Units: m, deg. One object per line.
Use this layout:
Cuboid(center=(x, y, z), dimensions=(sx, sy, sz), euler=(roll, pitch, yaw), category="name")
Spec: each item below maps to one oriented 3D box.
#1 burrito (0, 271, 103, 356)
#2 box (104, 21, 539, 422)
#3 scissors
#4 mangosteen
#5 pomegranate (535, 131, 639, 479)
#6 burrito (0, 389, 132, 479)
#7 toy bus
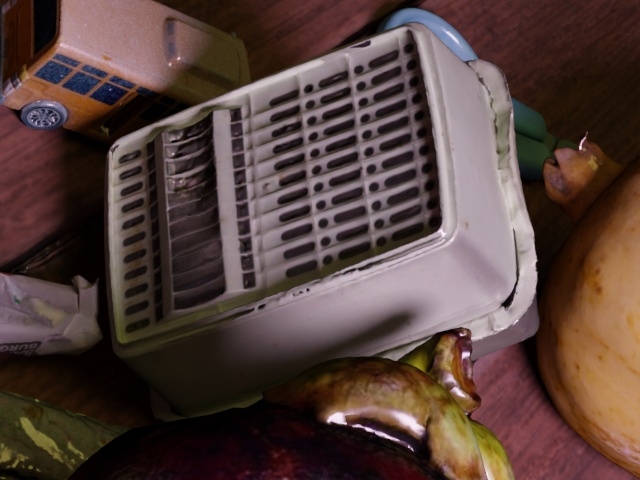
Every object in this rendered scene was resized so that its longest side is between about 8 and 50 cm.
Cuboid(center=(-0.222, 0.043, 1.211), dimensions=(0.203, 0.064, 0.064), euler=(7, 58, -45), category="burrito")
Cuboid(center=(0.000, 0.000, 1.293), dimensions=(0.166, 0.290, 0.220), euler=(45, 32, -49), category="box")
Cuboid(center=(0.224, -0.075, 1.780), dimensions=(0.447, 0.029, 0.192), euler=(20, 50, -35), category="scissors")
Cuboid(center=(-0.021, 0.200, 1.088), dimensions=(0.306, 0.306, 0.359), euler=(26, 64, -31), category="mangosteen")
Cuboid(center=(0.320, 0.040, 1.584), dimensions=(0.342, 0.342, 0.342), euler=(26, 46, -31), category="pomegranate")
Cuboid(center=(-0.199, 0.130, 1.163), dimensions=(0.309, 0.066, 0.096), euler=(20, 45, -37), category="burrito")
Cuboid(center=(-0.136, -0.122, 1.383), dimensions=(0.182, 0.103, 0.091), euler=(21, 50, -36), category="toy bus")
